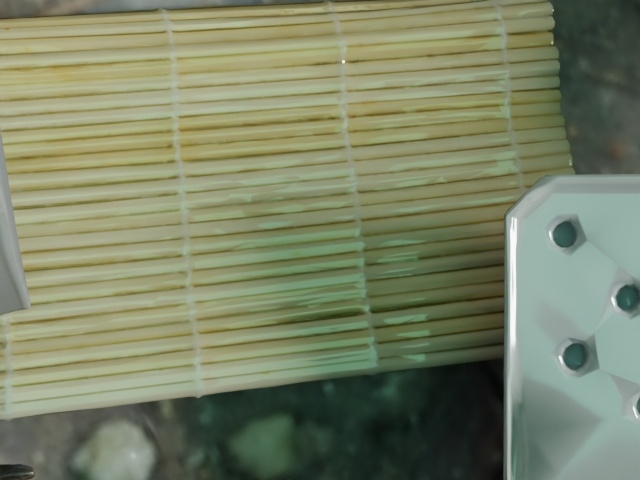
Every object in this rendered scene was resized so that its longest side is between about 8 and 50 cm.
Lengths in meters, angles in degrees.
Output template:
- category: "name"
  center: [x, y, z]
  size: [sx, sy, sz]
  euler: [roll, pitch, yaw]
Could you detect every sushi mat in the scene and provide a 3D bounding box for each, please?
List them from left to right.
- category: "sushi mat"
  center: [-0.054, -0.017, 0.482]
  size: [0.317, 0.019, 0.151]
  euler: [-6, 78, -13]

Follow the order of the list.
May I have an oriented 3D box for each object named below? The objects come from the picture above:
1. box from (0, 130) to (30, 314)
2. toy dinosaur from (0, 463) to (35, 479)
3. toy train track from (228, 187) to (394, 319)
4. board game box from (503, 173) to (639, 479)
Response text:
- category: "box"
  center: [-0.158, -0.070, 0.369]
  size: [0.119, 0.182, 0.181]
  euler: [-10, 78, -11]
- category: "toy dinosaur"
  center: [-0.038, 0.205, 0.434]
  size: [0.296, 0.127, 0.200]
  euler: [24, 75, -15]
- category: "toy train track"
  center: [0.000, 0.000, 0.508]
  size: [0.083, 0.014, 0.048]
  euler: [-33, 86, -18]
- category: "board game box"
  center: [0.259, 0.170, 0.461]
  size: [0.390, 0.050, 0.390]
  euler: [0, 93, 3]
